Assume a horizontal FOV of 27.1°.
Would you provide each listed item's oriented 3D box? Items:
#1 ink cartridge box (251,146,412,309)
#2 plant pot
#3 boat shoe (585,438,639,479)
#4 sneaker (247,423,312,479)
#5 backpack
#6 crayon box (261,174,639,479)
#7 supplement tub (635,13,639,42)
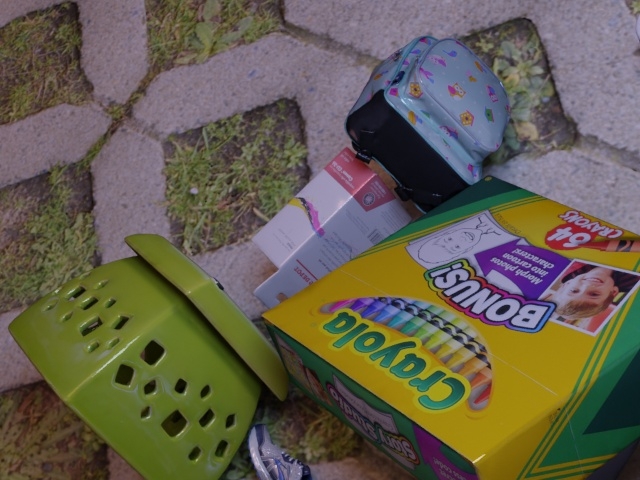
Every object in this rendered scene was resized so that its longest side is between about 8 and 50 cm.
[{"bbox_3d":[0.000,0.000,1.571,0.198,0.115,0.067,-44,51,-1],"label":"ink cartridge box"},{"bbox_3d":[-0.183,0.133,1.506,0.207,0.227,0.228,-43,33,-8],"label":"plant pot"},{"bbox_3d":[0.160,0.256,1.311,0.156,0.136,0.367,42,95,27],"label":"boat shoe"},{"bbox_3d":[-0.038,0.261,1.486,0.058,0.052,0.135,-25,60,3],"label":"sneaker"},{"bbox_3d":[0.131,-0.150,1.535,0.144,0.166,0.188,-41,15,32],"label":"backpack"},{"bbox_3d":[0.169,0.091,1.302,0.313,0.106,0.363,-30,31,-21],"label":"crayon box"},{"bbox_3d":[0.397,-0.215,1.478,0.071,0.107,0.071,-14,56,22],"label":"supplement tub"}]
